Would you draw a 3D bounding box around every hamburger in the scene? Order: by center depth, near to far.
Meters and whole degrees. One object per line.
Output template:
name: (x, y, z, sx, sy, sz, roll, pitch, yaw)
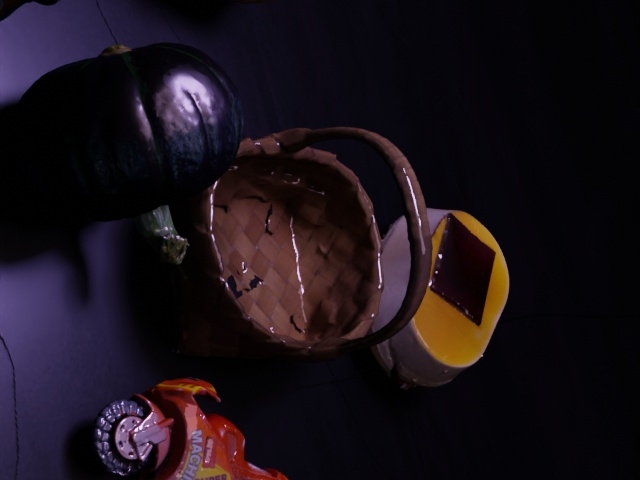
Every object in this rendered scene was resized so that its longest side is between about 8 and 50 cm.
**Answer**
hamburger: (0.164, 0.084, 1.694, 0.227, 0.151, 0.295, 52, 49, -19)

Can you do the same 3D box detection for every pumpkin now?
pumpkin: (-0.199, -0.089, 1.208, 0.248, 0.248, 0.248, 23, 60, -47)

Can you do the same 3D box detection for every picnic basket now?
picnic basket: (0.000, 0.000, 1.366, 0.337, 0.337, 0.293, 0, 78, -52)

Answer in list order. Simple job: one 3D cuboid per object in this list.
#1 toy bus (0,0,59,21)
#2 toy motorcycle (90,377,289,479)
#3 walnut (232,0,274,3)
toy bus: (-0.312, -0.312, 1.105, 0.167, 0.275, 0.138, 54, 41, -23)
toy motorcycle: (-0.137, 0.263, 1.279, 0.298, 0.089, 0.171, 52, 41, -28)
walnut: (-0.101, -0.451, 1.445, 0.296, 0.285, 0.285, 85, 13, -59)
